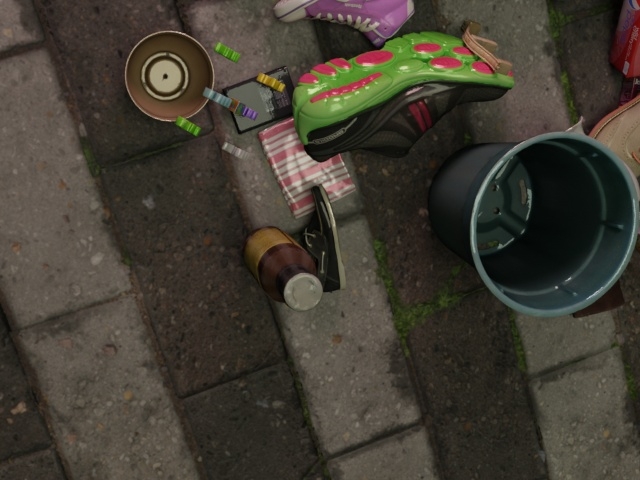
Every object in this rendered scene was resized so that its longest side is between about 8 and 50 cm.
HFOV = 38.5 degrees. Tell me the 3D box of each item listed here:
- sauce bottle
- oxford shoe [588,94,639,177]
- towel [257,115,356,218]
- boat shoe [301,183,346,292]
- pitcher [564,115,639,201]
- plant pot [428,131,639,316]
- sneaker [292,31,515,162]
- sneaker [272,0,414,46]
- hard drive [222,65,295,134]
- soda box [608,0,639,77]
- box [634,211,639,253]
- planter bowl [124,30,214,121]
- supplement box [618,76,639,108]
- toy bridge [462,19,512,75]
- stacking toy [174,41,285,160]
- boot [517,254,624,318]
[{"bbox_3d":[-0.071,0.053,1.712,0.111,0.344,0.112,-2,101,-12],"label":"sauce bottle"},{"bbox_3d":[0.684,-0.215,1.932,0.140,0.146,0.397,28,110,-25],"label":"oxford shoe"},{"bbox_3d":[-0.026,-0.157,1.849,0.144,0.029,0.197,-26,106,-8],"label":"towel"},{"bbox_3d":[0.000,0.000,1.851,0.079,0.084,0.233,-9,113,-3],"label":"boat shoe"},{"bbox_3d":[0.552,-0.133,1.912,0.125,0.178,0.207,-40,88,-25],"label":"pitcher"},{"bbox_3d":[0.388,-0.057,1.816,0.341,0.334,0.341,-3,102,-14],"label":"plant pot"},{"bbox_3d":[0.161,-0.279,1.822,0.482,0.185,0.202,-15,138,-19],"label":"sneaker"},{"bbox_3d":[0.057,-0.440,1.782,0.282,0.102,0.161,-22,108,-10],"label":"sneaker"},{"bbox_3d":[-0.115,-0.277,1.806,0.135,0.022,0.094,-22,105,-10],"label":"hard drive"},{"bbox_3d":[0.680,-0.472,1.887,0.092,0.083,0.263,-9,132,-12],"label":"soda box"},{"bbox_3d":[0.691,-0.006,1.909,0.063,0.324,0.067,-28,107,-5],"label":"box"},{"bbox_3d":[-0.286,-0.307,1.710,0.162,0.109,0.162,-3,102,-15],"label":"planter bowl"},{"bbox_3d":[0.690,-0.323,1.998,0.054,0.043,0.083,4,99,-15],"label":"supplement box"},{"bbox_3d":[0.318,-0.387,1.815,0.063,0.188,0.026,12,125,-25],"label":"toy bridge"},{"bbox_3d":[-0.169,-0.255,1.697,0.221,0.052,0.167,22,96,-58],"label":"stacking toy"},{"bbox_3d":[0.546,0.084,2.014,0.248,0.090,0.207,-14,112,-1],"label":"boot"}]
